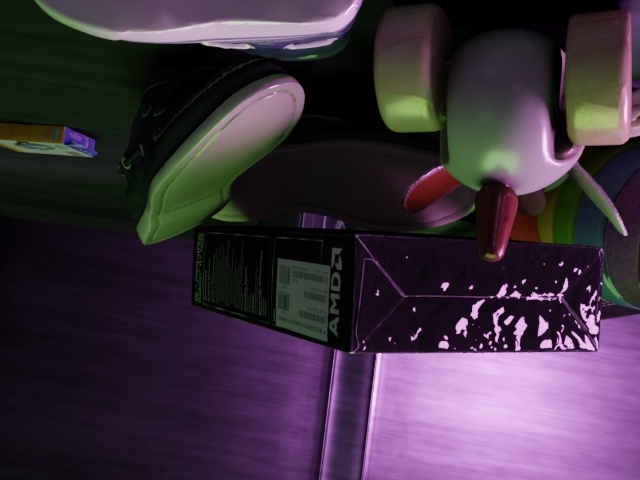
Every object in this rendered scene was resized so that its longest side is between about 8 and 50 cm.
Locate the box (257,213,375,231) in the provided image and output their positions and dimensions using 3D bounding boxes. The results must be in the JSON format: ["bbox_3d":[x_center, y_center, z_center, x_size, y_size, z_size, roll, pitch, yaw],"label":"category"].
[{"bbox_3d":[0.000,0.000,1.522,0.108,0.153,0.207,3,172,44],"label":"box"}]

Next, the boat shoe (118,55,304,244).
[{"bbox_3d":[-0.117,-0.097,0.810,0.127,0.113,0.340,-24,174,-21],"label":"boat shoe"}]

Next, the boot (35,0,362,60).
[{"bbox_3d":[-0.071,-0.137,0.540,0.190,0.069,0.086,5,172,-1],"label":"boot"}]

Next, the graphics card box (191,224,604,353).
[{"bbox_3d":[0.045,0.036,0.831,0.232,0.094,0.371,4,179,-26],"label":"graphics card box"}]

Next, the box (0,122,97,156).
[{"bbox_3d":[-0.372,-0.136,1.227,0.136,0.028,0.081,3,174,15],"label":"box"}]

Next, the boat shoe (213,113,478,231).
[{"bbox_3d":[0.012,-0.079,0.941,0.324,0.097,0.117,1,132,24],"label":"boat shoe"}]

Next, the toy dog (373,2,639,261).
[{"bbox_3d":[0.151,-0.053,0.663,0.220,0.161,0.333,3,174,39],"label":"toy dog"}]

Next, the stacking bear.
[{"bbox_3d":[0.279,-0.019,0.869,0.164,0.175,0.289,56,168,-24],"label":"stacking bear"}]

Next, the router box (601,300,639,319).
[{"bbox_3d":[0.536,0.077,1.515,0.308,0.081,0.243,-9,177,12],"label":"router box"}]
